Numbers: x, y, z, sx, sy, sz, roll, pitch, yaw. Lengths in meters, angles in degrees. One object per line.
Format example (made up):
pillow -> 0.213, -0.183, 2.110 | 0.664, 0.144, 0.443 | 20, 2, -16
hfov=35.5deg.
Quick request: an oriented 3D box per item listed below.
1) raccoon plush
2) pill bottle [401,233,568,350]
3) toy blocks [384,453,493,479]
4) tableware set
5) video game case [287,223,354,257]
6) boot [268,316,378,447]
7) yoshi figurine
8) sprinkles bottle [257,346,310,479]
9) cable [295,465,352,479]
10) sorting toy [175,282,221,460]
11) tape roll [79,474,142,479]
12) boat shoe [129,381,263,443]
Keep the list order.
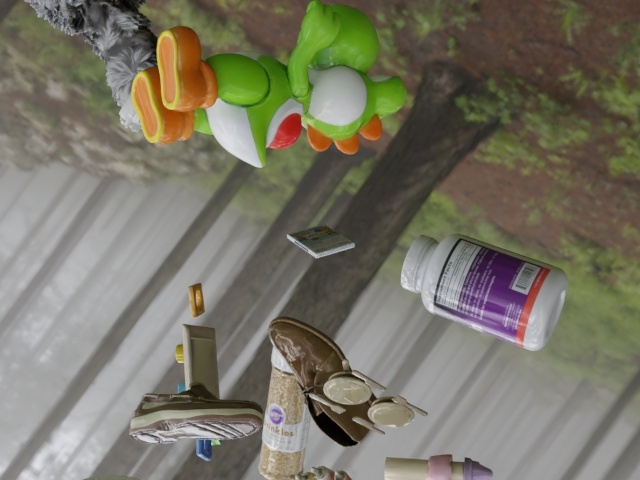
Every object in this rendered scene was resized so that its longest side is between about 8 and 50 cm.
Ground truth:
raccoon plush -> -0.326, -0.382, 1.540 | 0.299, 0.216, 0.446 | -42, -60, -74
pill bottle -> 0.340, 0.097, 2.095 | 0.323, 0.181, 0.181 | 20, 172, 23
toy blocks -> 0.250, 0.554, 1.831 | 0.260, 0.289, 0.309 | 1, 156, 9
tableware set -> 0.090, 0.285, 1.825 | 0.194, 0.128, 0.039 | 33, -136, -27
video game case -> 0.000, 0.000, 1.975 | 0.122, 0.087, 0.011 | 34, 134, 54
boot -> -0.002, 0.283, 2.003 | 0.305, 0.112, 0.115 | 48, -138, -7
yoshi figurine -> -0.056, -0.230, 1.321 | 0.362, 0.203, 0.203 | -5, -149, -31
sprinkles bottle -> -0.079, 0.425, 2.514 | 0.121, 0.355, 0.121 | 7, -163, -2
cable -> 0.063, 0.559, 2.257 | 0.139, 0.072, 0.287 | -8, 157, 24
sorting toy -> -0.246, 0.258, 1.978 | 0.047, 0.348, 0.196 | -6, 171, 10
tape roll -> -0.498, 0.650, 2.261 | 0.286, 0.100, 0.286 | -2, -157, 1
boat shoe -> -0.212, 0.284, 1.709 | 0.257, 0.095, 0.095 | -8, 145, 23
